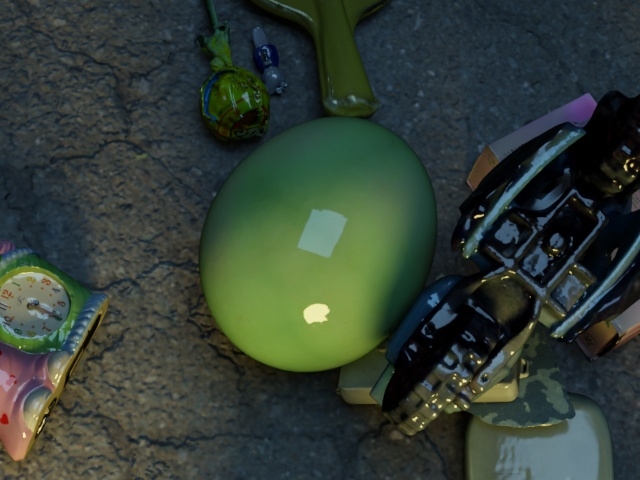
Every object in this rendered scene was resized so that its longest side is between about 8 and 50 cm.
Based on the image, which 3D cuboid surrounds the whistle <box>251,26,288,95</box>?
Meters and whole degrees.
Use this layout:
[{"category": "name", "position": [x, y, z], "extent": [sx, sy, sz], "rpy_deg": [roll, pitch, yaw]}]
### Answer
[{"category": "whistle", "position": [-0.061, -0.199, 1.468], "extent": [0.033, 0.029, 0.083], "rpy_deg": [-18, 76, 2]}]

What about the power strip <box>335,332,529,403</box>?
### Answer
[{"category": "power strip", "position": [0.108, 0.122, 1.299], "extent": [0.192, 0.035, 0.081], "rpy_deg": [-3, 46, 16]}]

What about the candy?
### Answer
[{"category": "candy", "position": [-0.114, -0.222, 1.456], "extent": [0.077, 0.073, 0.262], "rpy_deg": [-22, 61, 10]}]

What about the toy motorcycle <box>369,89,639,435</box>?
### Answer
[{"category": "toy motorcycle", "position": [0.197, 0.017, 1.227], "extent": [0.172, 0.232, 0.416], "rpy_deg": [40, 79, -1]}]

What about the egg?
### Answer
[{"category": "egg", "position": [0.000, 0.000, 1.279], "extent": [0.220, 0.220, 0.269], "rpy_deg": [25, 57, 2]}]

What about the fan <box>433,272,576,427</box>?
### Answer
[{"category": "fan", "position": [0.164, 0.113, 1.319], "extent": [0.131, 0.009, 0.240], "rpy_deg": [-28, 45, -12]}]

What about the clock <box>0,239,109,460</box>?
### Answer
[{"category": "clock", "position": [-0.324, 0.089, 1.253], "extent": [0.195, 0.100, 0.194], "rpy_deg": [24, 60, -1]}]

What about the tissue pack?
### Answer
[{"category": "tissue pack", "position": [0.291, -0.016, 1.407], "extent": [0.148, 0.092, 0.246], "rpy_deg": [-27, 73, -18]}]

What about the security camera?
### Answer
[{"category": "security camera", "position": [0.210, 0.290, 1.254], "extent": [0.157, 0.080, 0.301], "rpy_deg": [-1, 64, 5]}]

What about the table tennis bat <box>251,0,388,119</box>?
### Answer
[{"category": "table tennis bat", "position": [0.002, -0.289, 1.511], "extent": [0.224, 0.054, 0.368], "rpy_deg": [-6, 63, -16]}]
